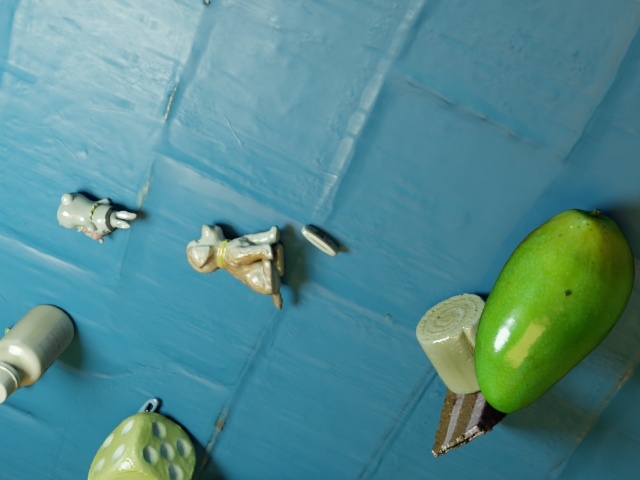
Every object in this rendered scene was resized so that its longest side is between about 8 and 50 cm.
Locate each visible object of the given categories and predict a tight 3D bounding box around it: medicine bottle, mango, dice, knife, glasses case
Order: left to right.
[{"bbox_3d":[-0.611,0.237,1.774,0.114,0.252,0.114,5,116,11],"label":"medicine bottle"},{"bbox_3d":[-0.447,0.456,1.982,0.045,0.019,0.313,35,119,-1],"label":"knife"},{"bbox_3d":[-0.387,0.495,1.888,0.166,0.169,0.169,-36,114,27],"label":"dice"},{"bbox_3d":[0.000,0.000,1.638,0.083,0.032,0.021,37,115,-6],"label":"glasses case"},{"bbox_3d":[0.393,0.124,1.479,0.201,0.225,0.381,31,96,35],"label":"mango"}]

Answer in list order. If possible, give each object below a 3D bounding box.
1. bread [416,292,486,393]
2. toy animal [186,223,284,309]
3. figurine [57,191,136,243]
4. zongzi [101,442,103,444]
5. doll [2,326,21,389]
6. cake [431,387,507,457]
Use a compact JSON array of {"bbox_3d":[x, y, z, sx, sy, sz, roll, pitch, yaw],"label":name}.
[{"bbox_3d":[0.272,0.193,1.616,0.148,0.134,0.141,-18,115,32],"label":"bread"},{"bbox_3d":[-0.166,0.060,1.673,0.185,0.104,0.183,0,123,8],"label":"toy animal"},{"bbox_3d":[-0.437,-0.044,1.707,0.146,0.081,0.098,18,162,-1],"label":"figurine"},{"bbox_3d":[-0.539,0.598,2.033,0.248,0.111,0.240,-19,100,25],"label":"zongzi"},{"bbox_3d":[-0.676,0.264,1.916,0.115,0.078,0.150,52,136,28],"label":"doll"},{"bbox_3d":[0.281,0.320,1.613,0.116,0.295,0.112,-37,84,22],"label":"cake"}]
